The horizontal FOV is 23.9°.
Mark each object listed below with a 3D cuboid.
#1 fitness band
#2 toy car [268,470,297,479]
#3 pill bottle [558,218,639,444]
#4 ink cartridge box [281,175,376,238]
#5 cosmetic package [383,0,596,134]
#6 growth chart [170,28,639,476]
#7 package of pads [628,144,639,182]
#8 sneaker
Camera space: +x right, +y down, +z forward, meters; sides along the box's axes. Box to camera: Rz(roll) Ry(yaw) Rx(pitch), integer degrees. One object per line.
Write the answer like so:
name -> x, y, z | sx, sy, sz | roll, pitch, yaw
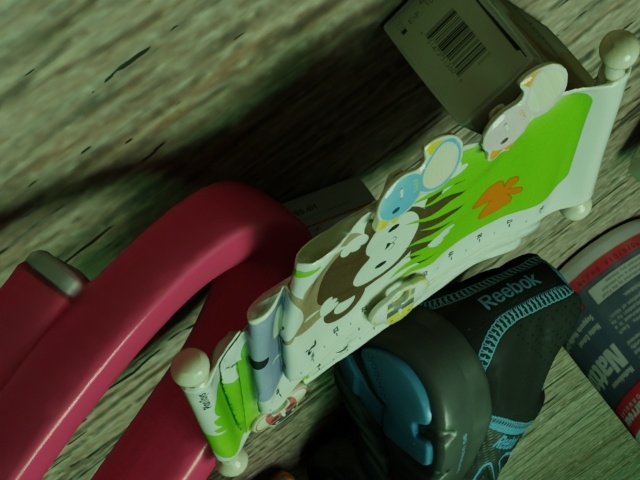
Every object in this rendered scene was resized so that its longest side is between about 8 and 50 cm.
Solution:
fitness band -> -0.108, 0.098, 0.635 | 0.291, 0.054, 0.209 | -54, 163, -1
toy car -> -0.050, 0.195, 0.999 | 0.122, 0.060, 0.040 | -30, 155, -13
pill bottle -> 0.242, 0.084, 1.035 | 0.108, 0.180, 0.108 | -30, 157, -14
ink cartridge box -> 0.000, 0.000, 0.718 | 0.048, 0.028, 0.083 | -22, 155, -32
cosmetic package -> 0.080, -0.073, 0.648 | 0.041, 0.060, 0.115 | -43, 158, 17
growth chart -> 0.036, 0.009, 0.642 | 0.237, 0.021, 0.172 | -36, 159, -5
package of pads -> 0.325, -0.133, 0.827 | 0.229, 0.101, 0.296 | -24, 156, -26
sneaker -> 0.082, 0.131, 0.979 | 0.139, 0.125, 0.341 | -32, 160, -22
